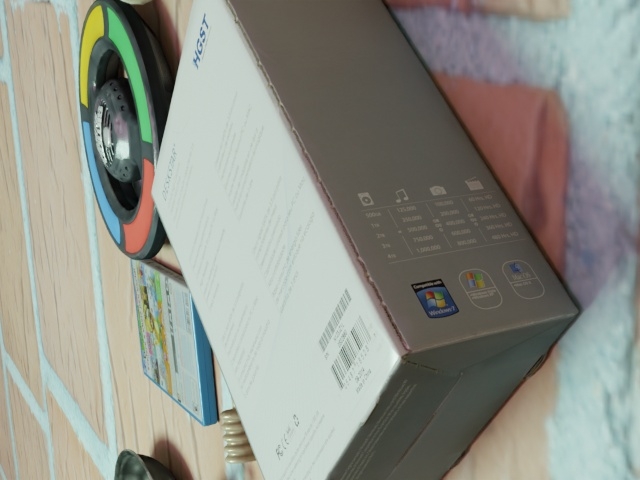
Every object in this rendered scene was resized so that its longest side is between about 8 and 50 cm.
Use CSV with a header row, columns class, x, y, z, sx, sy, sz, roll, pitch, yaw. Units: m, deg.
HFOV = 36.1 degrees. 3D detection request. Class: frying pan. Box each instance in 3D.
class,x,y,z,sx,sy,sz,roll,pitch,yaw
frying pan,-0.148,0.252,0.923,0.197,0.053,0.326,57,143,39

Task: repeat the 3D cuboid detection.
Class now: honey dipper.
class,x,y,z,sx,sy,sz,roll,pitch,yaw
honey dipper,-0.065,0.083,0.728,0.030,0.030,0.161,-10,86,64

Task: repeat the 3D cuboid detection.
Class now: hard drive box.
class,x,y,z,sx,sy,sz,roll,pitch,yaw
hard drive box,0.000,0.000,0.496,0.232,0.089,0.181,64,149,29

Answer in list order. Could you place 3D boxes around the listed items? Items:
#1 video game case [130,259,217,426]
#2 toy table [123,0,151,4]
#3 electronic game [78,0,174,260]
class,x,y,z,sx,sy,sz,roll,pitch,yaw
video game case,-0.133,0.084,0.876,0.166,0.015,0.119,18,115,61
toy table,-0.191,-0.288,0.700,0.252,0.160,0.274,61,147,35
electronic game,-0.173,-0.096,0.856,0.229,0.048,0.229,30,125,57
